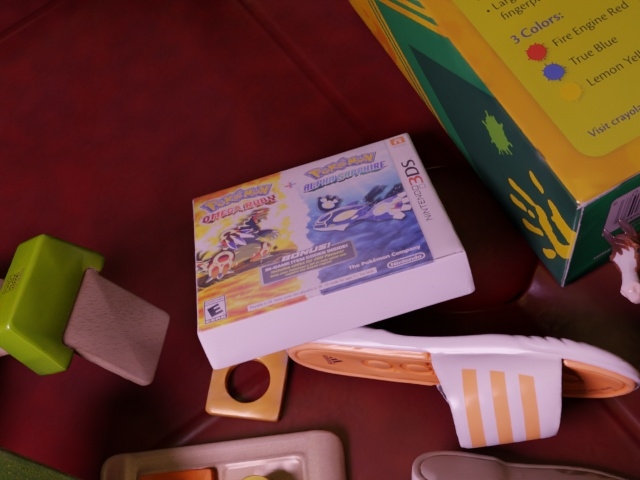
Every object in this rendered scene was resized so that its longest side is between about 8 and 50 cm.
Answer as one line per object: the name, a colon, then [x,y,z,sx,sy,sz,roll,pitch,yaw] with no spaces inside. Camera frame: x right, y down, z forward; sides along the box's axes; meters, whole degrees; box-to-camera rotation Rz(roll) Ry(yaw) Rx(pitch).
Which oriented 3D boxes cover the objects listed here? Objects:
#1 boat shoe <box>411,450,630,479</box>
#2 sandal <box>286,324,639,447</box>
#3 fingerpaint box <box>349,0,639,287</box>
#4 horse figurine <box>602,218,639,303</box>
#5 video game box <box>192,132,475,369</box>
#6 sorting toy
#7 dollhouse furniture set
boat shoe: [0.164,0.204,0.607,0.206,0.075,0.065,10,110,9]
sandal: [0.097,0.116,0.635,0.265,0.102,0.076,1,66,21]
fingerpaint box: [0.290,-0.234,0.724,0.445,0.163,0.371,-29,64,-5]
horse figurine: [0.318,0.092,0.590,0.263,0.066,0.174,10,55,-10]
video game box: [0.000,0.000,0.690,0.205,0.048,0.187,-17,33,2]
sorting toy: [-0.076,0.235,0.631,0.196,0.047,0.347,-8,63,7]
dollhouse furniture set: [-0.271,0.135,0.698,0.301,0.151,0.197,-17,51,39]
